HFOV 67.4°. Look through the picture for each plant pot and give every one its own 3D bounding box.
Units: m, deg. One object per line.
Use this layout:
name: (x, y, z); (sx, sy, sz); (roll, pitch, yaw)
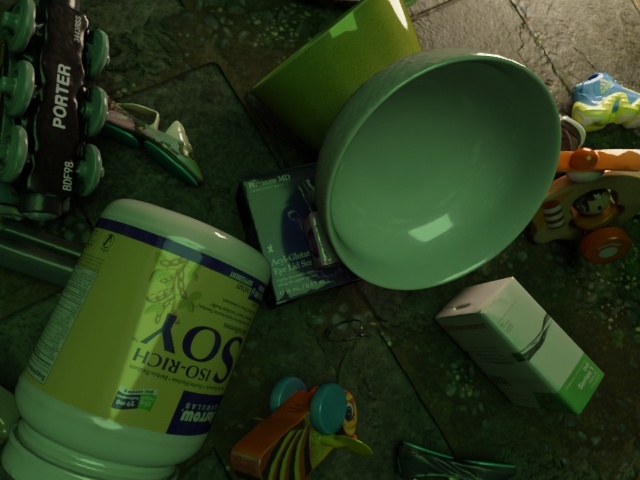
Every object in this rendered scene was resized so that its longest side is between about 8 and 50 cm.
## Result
plant pot: (0.083, -0.213, 0.797); (0.275, 0.275, 0.293); (-46, 110, -19)

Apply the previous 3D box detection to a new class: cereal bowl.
cereal bowl: (0.144, -0.100, 0.667); (0.339, 0.338, 0.141); (-9, 36, -16)

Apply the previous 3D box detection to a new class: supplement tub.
supplement tub: (-0.229, 0.138, 0.629); (0.241, 0.241, 0.331); (22, 78, -9)

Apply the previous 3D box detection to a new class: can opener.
can opener: (-0.458, 0.024, 0.701); (0.284, 0.095, 0.076); (22, 29, -13)

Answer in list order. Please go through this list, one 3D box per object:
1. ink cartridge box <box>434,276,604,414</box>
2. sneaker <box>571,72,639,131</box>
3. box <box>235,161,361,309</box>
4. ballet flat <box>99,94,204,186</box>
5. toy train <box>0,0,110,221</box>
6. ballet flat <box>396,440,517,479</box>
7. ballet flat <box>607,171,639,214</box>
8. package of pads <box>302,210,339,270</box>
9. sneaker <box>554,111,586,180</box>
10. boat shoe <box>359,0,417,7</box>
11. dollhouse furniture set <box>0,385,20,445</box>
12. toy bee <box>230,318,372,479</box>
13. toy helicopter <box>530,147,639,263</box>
ink cartridge box: (0.325, 0.176, 0.810); (0.093, 0.160, 0.219); (-43, 91, -20)
sneaker: (0.650, -0.311, 1.037); (0.240, 0.091, 0.126); (-8, 80, -15)
box: (-0.039, -0.009, 0.785); (0.153, 0.108, 0.206); (-16, 83, -16)
ballet flat: (-0.275, -0.173, 0.781); (0.222, 0.077, 0.079); (29, 69, -2)
toy train: (-0.406, -0.188, 0.695); (0.142, 0.190, 0.333); (8, 80, -49)
ballet flat: (0.221, 0.383, 0.787); (0.203, 0.074, 0.074); (13, 75, -5)
ballet flat: (0.749, -0.104, 0.996); (0.401, 0.139, 0.139); (18, 74, -10)
package of pads: (0.000, 0.000, 0.708); (0.032, 0.050, 0.083); (-12, 81, -16)
sneaker: (0.387, -0.195, 0.939); (0.282, 0.106, 0.162); (21, 77, -10)
boat shoe: (0.046, -0.520, 0.931); (0.303, 0.091, 0.114); (15, 119, -12)
dollhouse furniture set: (-0.545, 0.175, 0.630); (0.198, 0.151, 0.301); (-41, 108, 9)
toy bee: (0.009, 0.272, 0.711); (0.298, 0.195, 0.162); (-29, 111, -29)
toy helicopter: (0.408, -0.077, 0.864); (0.356, 0.234, 0.140); (-1, 52, 0)
